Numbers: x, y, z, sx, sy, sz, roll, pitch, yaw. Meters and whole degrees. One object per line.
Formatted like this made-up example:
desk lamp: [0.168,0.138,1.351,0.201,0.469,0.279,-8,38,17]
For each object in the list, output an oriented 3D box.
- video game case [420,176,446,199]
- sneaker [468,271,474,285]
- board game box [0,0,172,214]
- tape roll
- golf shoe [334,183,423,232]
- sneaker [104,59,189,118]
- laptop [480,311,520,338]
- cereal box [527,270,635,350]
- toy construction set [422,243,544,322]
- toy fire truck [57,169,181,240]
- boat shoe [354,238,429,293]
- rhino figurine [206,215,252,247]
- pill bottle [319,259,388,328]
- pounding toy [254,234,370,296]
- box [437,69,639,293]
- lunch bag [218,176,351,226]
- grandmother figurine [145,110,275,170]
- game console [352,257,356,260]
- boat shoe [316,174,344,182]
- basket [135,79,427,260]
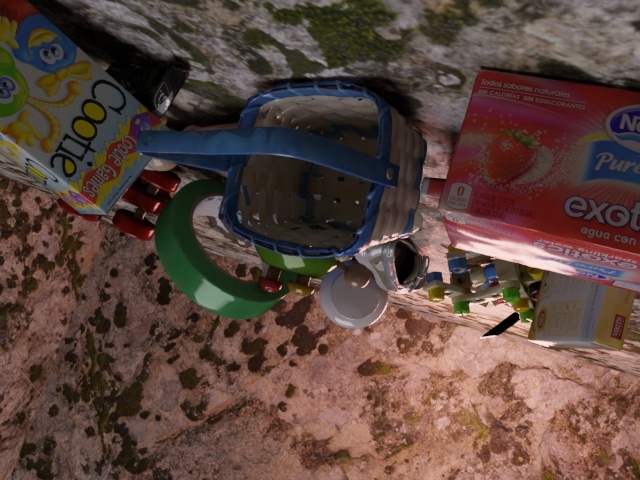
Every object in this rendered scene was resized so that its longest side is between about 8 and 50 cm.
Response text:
video game case: [0.280,-0.036,0.737,0.285,0.025,0.204,15,-171,19]
sneaker: [0.396,0.082,1.379,0.158,0.061,0.065,20,-162,-9]
board game box: [-0.354,-0.171,0.750,0.275,0.142,0.144,43,159,-28]
tape roll: [-0.197,0.014,1.304,0.321,0.321,0.077,24,130,-33]
golf shoe: [0.089,-0.055,1.041,0.186,0.067,0.086,17,174,2]
sneaker: [-0.248,-0.207,0.804,0.178,0.072,0.077,-1,150,49]
laptop: [0.587,0.229,1.577,0.264,0.136,0.234,17,171,7]
cereal box: [0.403,0.079,0.924,0.047,0.173,0.240,18,172,0]
toy construction set: [0.343,0.089,1.165,0.215,0.151,0.328,-14,166,23]
toy fire truck: [-0.488,-0.141,1.429,0.302,0.169,0.254,24,-173,-31]
boat shoe: [0.184,0.054,1.384,0.103,0.118,0.320,17,165,35]
rhino figurine: [-0.271,-0.062,1.656,0.243,0.073,0.106,36,-178,-10]
pill bottle: [0.087,0.144,1.633,0.181,0.181,0.323,17,176,2]
pounding toy: [-0.038,0.068,1.219,0.237,0.110,0.183,19,175,-25]
box: [0.277,-0.039,0.551,0.300,0.142,0.154,15,170,21]
lunch bag: [-0.062,-0.054,1.221,0.303,0.115,0.243,19,173,-11]
grandmother figurine: [-0.195,-0.149,0.958,0.342,0.104,0.208,6,156,43]
game console: [0.000,0.000,1.585,0.387,0.060,0.342,15,170,18]
boat shoe: [-0.001,-0.110,0.988,0.133,0.042,0.049,18,173,9]
basket: [-0.024,-0.082,0.679,0.255,0.201,0.289,11,178,43]
